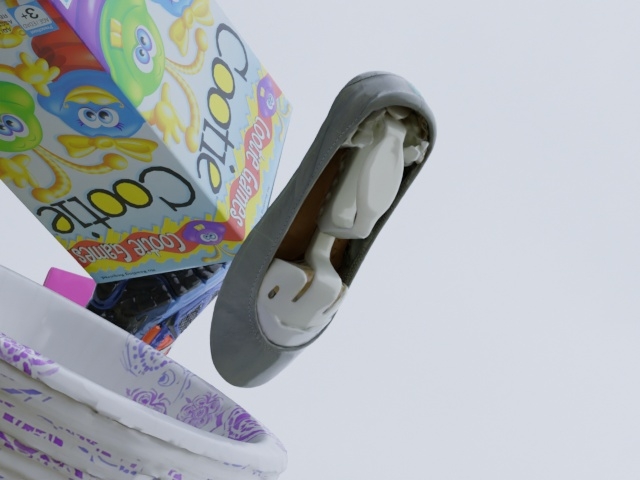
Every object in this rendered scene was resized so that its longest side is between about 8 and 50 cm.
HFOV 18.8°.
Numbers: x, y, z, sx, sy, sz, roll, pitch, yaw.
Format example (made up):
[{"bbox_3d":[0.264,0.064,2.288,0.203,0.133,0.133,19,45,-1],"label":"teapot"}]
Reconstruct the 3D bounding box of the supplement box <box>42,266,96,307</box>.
[{"bbox_3d":[-0.253,0.147,1.979,0.114,0.111,0.220,15,-42,-1],"label":"supplement box"}]

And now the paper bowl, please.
[{"bbox_3d":[-0.171,0.107,1.018,0.284,0.284,0.148,29,-88,37],"label":"paper bowl"}]

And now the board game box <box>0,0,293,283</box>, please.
[{"bbox_3d":[-0.153,-0.113,1.318,0.144,0.142,0.275,-10,-41,28],"label":"board game box"}]

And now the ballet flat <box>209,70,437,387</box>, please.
[{"bbox_3d":[0.000,0.000,1.136,0.213,0.072,0.068,-62,-152,8],"label":"ballet flat"}]

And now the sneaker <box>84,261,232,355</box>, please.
[{"bbox_3d":[-0.150,0.071,1.526,0.083,0.221,0.087,34,-29,31],"label":"sneaker"}]
